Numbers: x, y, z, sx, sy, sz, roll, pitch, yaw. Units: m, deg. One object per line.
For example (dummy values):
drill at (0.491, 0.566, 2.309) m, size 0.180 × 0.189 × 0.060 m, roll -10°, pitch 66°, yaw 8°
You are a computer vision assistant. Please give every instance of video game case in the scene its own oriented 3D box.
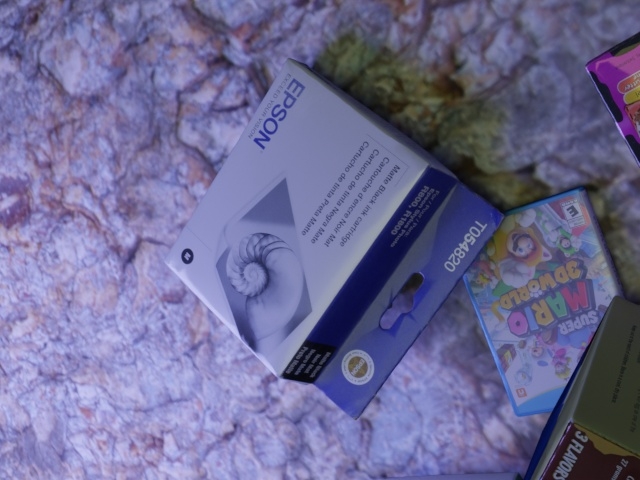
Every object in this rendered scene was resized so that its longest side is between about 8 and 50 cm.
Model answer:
video game case at (0.181, 0.053, 0.695) m, size 0.119 × 0.015 × 0.166 m, roll -20°, pitch 94°, yaw 34°

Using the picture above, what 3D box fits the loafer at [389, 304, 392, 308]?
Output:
loafer at (0.004, 0.065, 0.785) m, size 0.148 × 0.056 × 0.050 m, roll -31°, pitch 80°, yaw 35°

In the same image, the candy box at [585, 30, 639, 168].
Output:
candy box at (0.299, -0.053, 0.555) m, size 0.159 × 0.071 × 0.233 m, roll -29°, pitch 87°, yaw 34°

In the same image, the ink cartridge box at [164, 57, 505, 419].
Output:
ink cartridge box at (0.000, 0.000, 0.730) m, size 0.224 × 0.045 × 0.223 m, roll 40°, pitch 107°, yaw 23°

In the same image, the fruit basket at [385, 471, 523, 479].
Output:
fruit basket at (0.067, 0.310, 0.639) m, size 0.327 × 0.353 × 0.165 m, roll -13°, pitch 98°, yaw 35°

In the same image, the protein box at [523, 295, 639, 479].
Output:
protein box at (0.244, 0.168, 0.565) m, size 0.201 × 0.200 × 0.136 m, roll 26°, pitch 117°, yaw 15°
